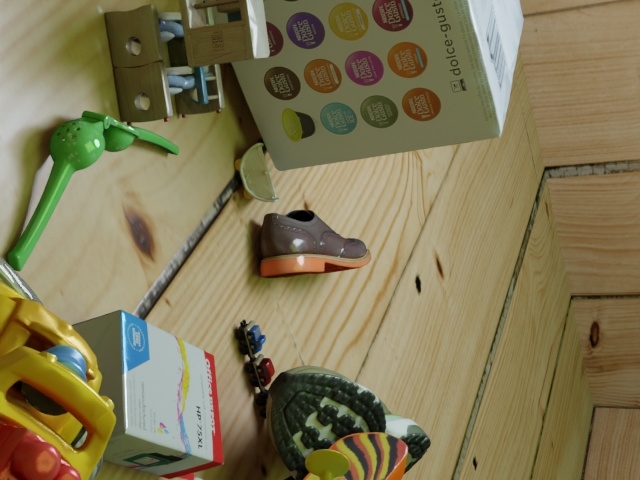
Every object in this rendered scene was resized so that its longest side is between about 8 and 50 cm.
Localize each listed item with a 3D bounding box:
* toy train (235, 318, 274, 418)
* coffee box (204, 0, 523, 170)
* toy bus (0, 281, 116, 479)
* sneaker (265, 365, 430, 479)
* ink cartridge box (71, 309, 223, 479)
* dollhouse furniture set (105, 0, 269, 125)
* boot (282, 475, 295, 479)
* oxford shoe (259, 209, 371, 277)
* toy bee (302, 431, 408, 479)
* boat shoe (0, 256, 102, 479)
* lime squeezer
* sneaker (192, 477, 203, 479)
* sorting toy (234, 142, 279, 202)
[{"bbox_3d":[-0.081,0.179,1.324,0.027,0.036,0.158,-50,131,-54],"label":"toy train"},{"bbox_3d":[0.071,-0.342,1.327,0.338,0.334,0.338,-68,145,-49],"label":"coffee box"},{"bbox_3d":[-0.220,0.137,0.671,0.149,0.211,0.220,45,56,-27],"label":"toy bus"},{"bbox_3d":[0.004,0.251,1.377,0.158,0.182,0.410,-49,146,-4],"label":"sneaker"},{"bbox_3d":[-0.177,0.177,1.051,0.231,0.078,0.134,39,38,-56],"label":"ink cartridge box"},{"bbox_3d":[-0.126,-0.208,1.103,0.129,0.183,0.129,-25,110,-62],"label":"dollhouse furniture set"},{"bbox_3d":[-0.031,0.476,1.235,0.264,0.096,0.281,-33,106,-54],"label":"boot"},{"bbox_3d":[0.000,0.000,1.445,0.271,0.096,0.099,-1,83,-64],"label":"oxford shoe"},{"bbox_3d":[-0.012,0.332,1.172,0.298,0.162,0.195,-36,142,-63],"label":"toy bee"},{"bbox_3d":[-0.290,0.127,0.819,0.116,0.123,0.325,-57,135,-47],"label":"boat shoe"},{"bbox_3d":[-0.230,-0.087,1.027,0.310,0.058,0.110,-50,131,-55],"label":"lime squeezer"},{"bbox_3d":[-0.164,0.328,1.107,0.232,0.090,0.115,54,34,-62],"label":"sneaker"},{"bbox_3d":[-0.083,-0.092,1.346,0.075,0.044,0.083,-29,103,-75],"label":"sorting toy"}]
